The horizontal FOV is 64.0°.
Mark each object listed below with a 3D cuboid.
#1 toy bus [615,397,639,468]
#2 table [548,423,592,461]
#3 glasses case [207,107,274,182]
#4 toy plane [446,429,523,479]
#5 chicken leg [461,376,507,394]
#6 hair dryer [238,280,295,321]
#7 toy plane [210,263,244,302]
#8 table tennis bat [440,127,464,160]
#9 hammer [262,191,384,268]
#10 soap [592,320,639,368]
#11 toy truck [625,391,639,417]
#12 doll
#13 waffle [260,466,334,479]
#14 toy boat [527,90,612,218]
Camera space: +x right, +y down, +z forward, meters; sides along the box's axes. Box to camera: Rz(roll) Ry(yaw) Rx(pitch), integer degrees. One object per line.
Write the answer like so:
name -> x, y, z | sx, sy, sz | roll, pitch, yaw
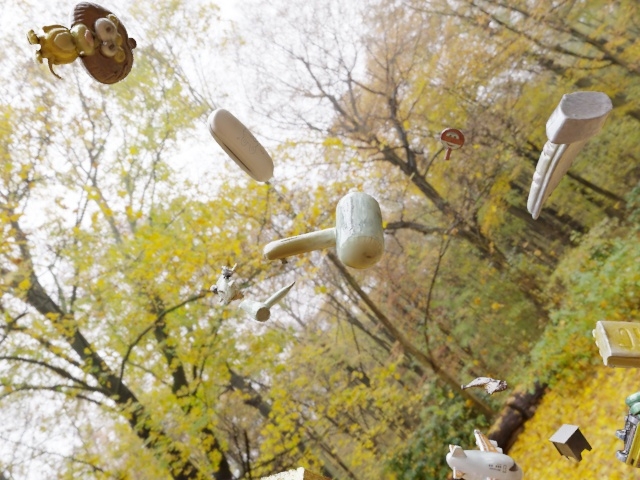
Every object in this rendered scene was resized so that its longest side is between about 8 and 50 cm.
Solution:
toy bus -> 1.013, 0.602, 1.585 | 0.331, 0.151, 0.145 | 4, -78, -61
table -> 0.812, 0.658, 1.658 | 0.083, 0.082, 0.070 | -33, -3, -22
glasses case -> -0.208, -0.250, 1.365 | 0.233, 0.059, 0.092 | 47, -136, -32
toy plane -> 0.513, 0.701, 1.593 | 0.245, 0.245, 0.117 | -26, -44, -47
chicken leg -> 0.503, 0.443, 1.564 | 0.145, 0.037, 0.062 | -8, 28, 48
hair dryer -> -0.204, 0.230, 2.087 | 0.237, 0.206, 0.075 | -34, -69, -20
toy plane -> -0.316, 0.144, 1.772 | 0.108, 0.286, 0.092 | 31, -81, -23
table tennis bat -> 0.524, -0.386, 2.057 | 0.019, 0.098, 0.154 | -56, -20, -37
hammer -> 0.000, 0.000, 1.219 | 0.306, 0.201, 0.113 | -16, -53, 16
soap -> 1.161, 0.381, 1.853 | 0.173, 0.274, 0.089 | -80, -10, -51
toy truck -> 0.895, 0.422, 1.284 | 0.156, 0.155, 0.278 | -18, -37, 0
doll -> -0.419, -0.345, 0.927 | 0.188, 0.096, 0.145 | -54, -55, -35
waffle -> -0.081, 0.889, 1.844 | 0.274, 0.168, 0.057 | -34, 31, 38
toy boat -> 0.613, -0.241, 1.275 | 0.276, 0.111, 0.293 | -41, -29, -25
